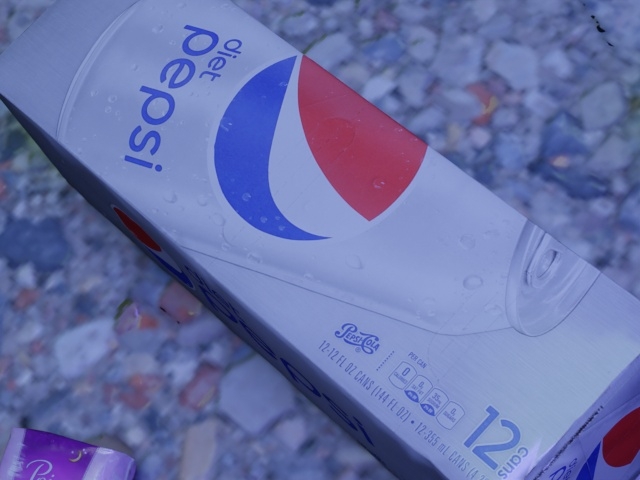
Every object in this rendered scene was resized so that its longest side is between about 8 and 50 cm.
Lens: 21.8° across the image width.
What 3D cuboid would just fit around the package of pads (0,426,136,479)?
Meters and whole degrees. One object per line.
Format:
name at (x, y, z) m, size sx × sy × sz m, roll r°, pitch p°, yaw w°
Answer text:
package of pads at (-0.107, 0.118, 0.648) m, size 0.050 × 0.032 × 0.083 m, roll 9°, pitch 67°, yaw 17°

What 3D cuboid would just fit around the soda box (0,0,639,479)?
soda box at (0.000, 0.000, 0.640) m, size 0.091 × 0.098 × 0.286 m, roll -46°, pitch 60°, yaw -10°
